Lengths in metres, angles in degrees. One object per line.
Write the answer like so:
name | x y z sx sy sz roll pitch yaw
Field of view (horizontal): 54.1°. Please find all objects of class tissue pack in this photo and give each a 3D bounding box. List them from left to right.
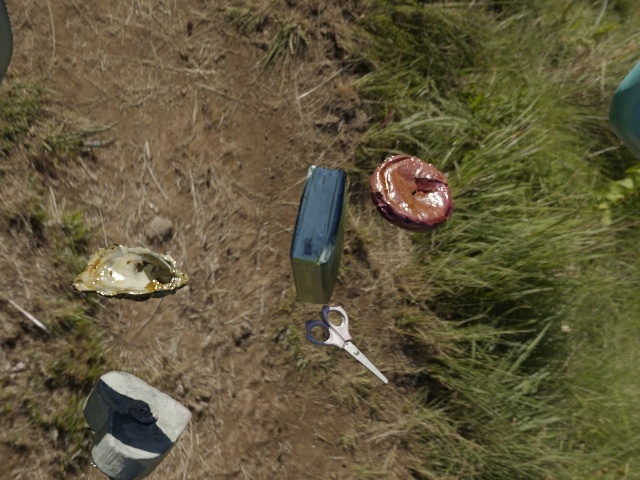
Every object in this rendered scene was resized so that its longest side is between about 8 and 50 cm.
tissue pack | 0.000 0.000 1.189 0.081 0.257 0.185 11 69 5

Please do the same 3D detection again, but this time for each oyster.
oyster | -0.273 0.051 0.909 0.177 0.105 0.056 -2 123 10

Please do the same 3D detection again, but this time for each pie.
pie | 0.184 -0.093 1.262 0.182 0.049 0.182 10 56 -15

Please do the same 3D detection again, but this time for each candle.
candle | -0.298 0.307 1.036 0.168 0.192 0.068 16 117 -41

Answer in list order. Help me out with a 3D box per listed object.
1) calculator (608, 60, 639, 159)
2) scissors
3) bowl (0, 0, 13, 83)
calculator | 0.486 -0.138 0.653 0.386 0.256 0.054 23 36 -19
scissors | 0.055 0.201 1.176 0.189 0.015 0.100 42 57 15
bowl | -0.383 -0.129 0.398 0.313 0.313 0.146 13 58 -15
